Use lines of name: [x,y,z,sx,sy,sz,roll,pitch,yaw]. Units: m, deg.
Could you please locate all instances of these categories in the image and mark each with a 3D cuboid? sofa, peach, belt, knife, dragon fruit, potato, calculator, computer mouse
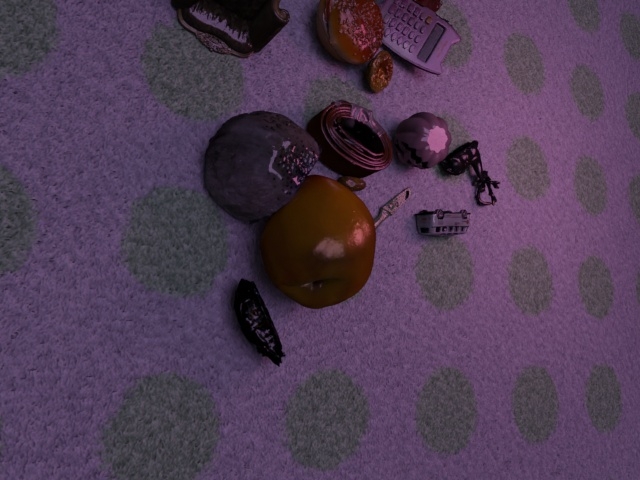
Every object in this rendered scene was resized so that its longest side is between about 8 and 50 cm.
sofa: [-0.217,-0.593,1.258,0.258,0.200,0.182,22,70,-30]
peach: [0.002,0.002,1.274,0.289,0.289,0.307,25,45,-27]
belt: [0.090,-0.291,1.464,0.261,0.105,0.184,30,67,-24]
knife: [0.194,-0.082,1.550,0.293,0.020,0.043,-40,103,-30]
dragon fruit: [-0.150,-0.208,1.238,0.204,0.221,0.283,41,67,-28]
potato: [0.092,-0.165,1.482,0.092,0.045,0.046,9,77,-28]
calculator: [0.304,-0.679,1.647,0.294,0.043,0.194,31,86,-9]
computer mouse: [-0.157,0.205,1.234,0.078,0.146,0.241,-24,97,-4]

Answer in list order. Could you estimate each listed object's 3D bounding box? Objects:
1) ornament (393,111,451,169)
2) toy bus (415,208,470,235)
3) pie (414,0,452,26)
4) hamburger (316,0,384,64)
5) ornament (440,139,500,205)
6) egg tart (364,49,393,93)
ornament: [0.315,-0.313,1.586,0.178,0.177,0.177,5,81,-31]
toy bus: [0.405,-0.058,1.642,0.194,0.087,0.088,-2,91,-33]
pie: [0.370,-0.751,1.731,0.204,0.054,0.218,-43,106,-29]
hamburger: [0.089,-0.632,1.486,0.237,0.147,0.236,2,85,-32]
ornament: [0.530,-0.210,1.741,0.202,0.080,0.236,-35,102,-34]
egg tart: [0.178,-0.526,1.564,0.130,0.052,0.130,-35,137,-40]
